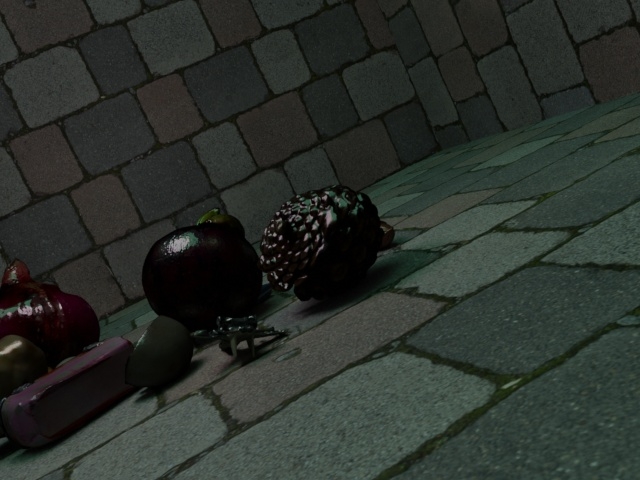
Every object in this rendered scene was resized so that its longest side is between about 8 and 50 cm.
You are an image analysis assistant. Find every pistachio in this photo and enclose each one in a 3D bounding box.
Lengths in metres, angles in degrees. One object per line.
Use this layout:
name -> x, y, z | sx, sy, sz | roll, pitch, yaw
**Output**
pistachio -> -0.718, 0.339, 1.516 | 0.166, 0.197, 0.288 | 1, -51, -46

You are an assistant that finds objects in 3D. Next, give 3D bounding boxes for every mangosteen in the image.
mangosteen -> -0.306, 0.061, 1.732 | 0.306, 0.359, 0.306 | -6, -18, -2

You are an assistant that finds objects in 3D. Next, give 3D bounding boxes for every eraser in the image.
eraser -> -0.229, 0.174, 1.901 | 0.225, 0.036, 0.082 | -19, 11, 40

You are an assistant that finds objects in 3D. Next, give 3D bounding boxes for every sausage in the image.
sausage -> 0.104, -0.009, 1.915 | 0.088, 0.087, 0.433 | -28, 7, -18

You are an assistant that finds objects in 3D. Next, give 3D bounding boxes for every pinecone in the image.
pinecone -> 0.004, 0.005, 1.508 | 0.298, 0.242, 0.296 | -22, -1, 38

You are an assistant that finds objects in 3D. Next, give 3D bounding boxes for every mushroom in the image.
mushroom -> -0.337, 0.246, 1.436 | 0.117, 0.141, 0.188 | 12, 30, 14

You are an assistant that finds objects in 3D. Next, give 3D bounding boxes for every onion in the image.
onion -> -0.885, 0.235, 2.012 | 0.399, 0.420, 0.398 | -18, -13, -4

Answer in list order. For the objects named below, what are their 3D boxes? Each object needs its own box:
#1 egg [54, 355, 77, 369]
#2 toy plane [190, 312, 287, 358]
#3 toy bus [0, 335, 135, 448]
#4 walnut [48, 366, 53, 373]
egg -> -0.630, 0.351, 1.710 | 0.103, 0.103, 0.135 | -25, 8, 6
toy plane -> -0.181, 0.193, 1.381 | 0.192, 0.088, 0.262 | 1, -6, -21
toy bus -> -0.529, 0.325, 1.449 | 0.147, 0.127, 0.303 | -14, 13, 43
walnut -> -0.810, 0.413, 1.789 | 0.245, 0.137, 0.137 | -25, 7, 4
